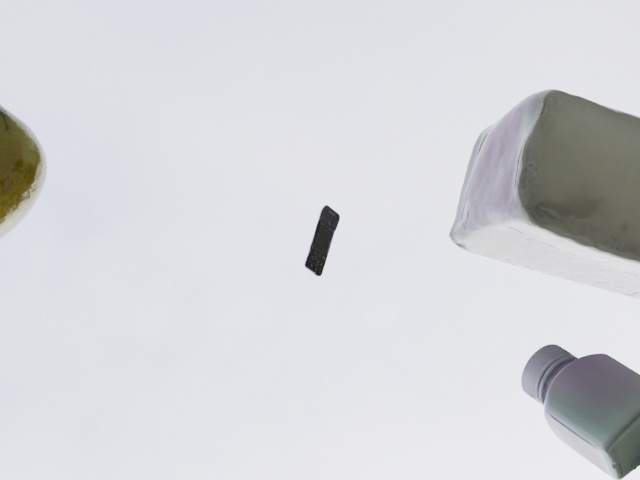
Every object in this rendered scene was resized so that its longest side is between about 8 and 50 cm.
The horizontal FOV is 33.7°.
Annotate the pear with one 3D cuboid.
[{"bbox_3d":[-0.390,-0.074,1.085,0.200,0.200,0.199,11,-115,-26],"label":"pear"}]

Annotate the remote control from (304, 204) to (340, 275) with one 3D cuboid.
[{"bbox_3d":[0.000,0.000,1.437,0.039,0.014,0.096,38,-118,-46],"label":"remote control"}]

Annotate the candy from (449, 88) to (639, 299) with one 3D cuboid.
[{"bbox_3d":[0.324,-0.027,1.066,0.359,0.208,0.145,15,-99,-13],"label":"candy"}]

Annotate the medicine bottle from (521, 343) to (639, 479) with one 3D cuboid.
[{"bbox_3d":[0.225,0.135,0.879,0.074,0.118,0.055,-41,-51,-12],"label":"medicine bottle"}]
